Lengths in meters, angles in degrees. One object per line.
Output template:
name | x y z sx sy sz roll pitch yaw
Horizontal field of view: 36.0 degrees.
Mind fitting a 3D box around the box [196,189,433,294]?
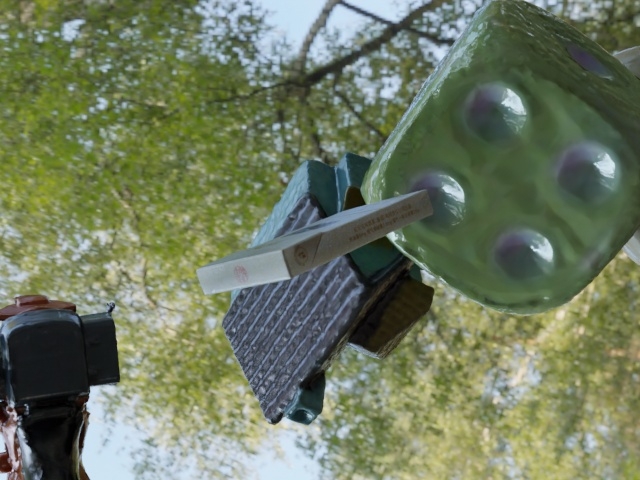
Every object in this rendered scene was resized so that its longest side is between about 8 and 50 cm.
box | 0.000 0.000 0.716 0.167 0.090 0.024 -22 -83 -47

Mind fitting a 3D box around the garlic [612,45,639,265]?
garlic | 0.454 -0.102 1.355 0.313 0.249 0.286 35 -118 1

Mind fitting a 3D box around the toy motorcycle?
toy motorcycle | -0.213 0.206 0.787 0.147 0.221 0.326 -6 -90 -23

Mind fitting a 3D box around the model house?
model house | 0.032 0.077 1.215 0.230 0.249 0.280 18 -51 -19

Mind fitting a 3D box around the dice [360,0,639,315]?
dice | 0.212 -0.094 1.058 0.250 0.252 0.254 -54 1 29
